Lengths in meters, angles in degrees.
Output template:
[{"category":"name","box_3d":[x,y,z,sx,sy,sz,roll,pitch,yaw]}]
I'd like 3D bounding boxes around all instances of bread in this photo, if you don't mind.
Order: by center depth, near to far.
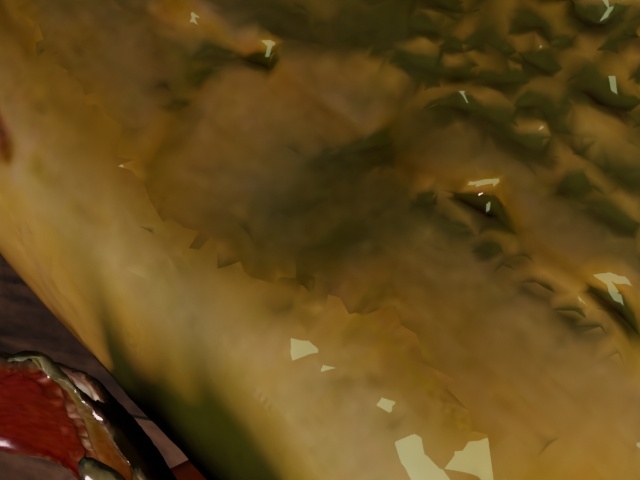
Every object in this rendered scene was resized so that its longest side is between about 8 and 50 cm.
[{"category":"bread","box_3d":[0.057,-0.071,0.581,0.361,0.250,0.394,-47,64,-2]}]

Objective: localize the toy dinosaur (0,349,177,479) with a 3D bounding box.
[{"category":"toy dinosaur","box_3d":[-0.067,0.122,0.473,0.327,0.113,0.206,48,163,20]}]

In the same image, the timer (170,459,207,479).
[{"category":"timer","box_3d":[0.022,0.197,0.639,0.257,0.250,0.161,42,118,24]}]
